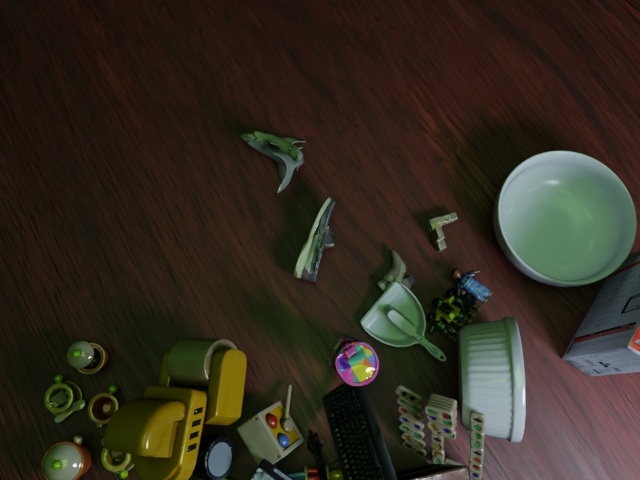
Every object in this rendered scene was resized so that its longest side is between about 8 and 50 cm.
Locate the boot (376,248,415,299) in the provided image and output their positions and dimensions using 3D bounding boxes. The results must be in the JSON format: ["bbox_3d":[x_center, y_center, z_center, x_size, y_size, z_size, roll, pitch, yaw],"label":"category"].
[{"bbox_3d":[0.181,0.090,1.469,0.087,0.042,0.118,-30,77,-5],"label":"boot"}]

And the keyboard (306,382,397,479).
[{"bbox_3d":[0.052,0.466,1.273,0.201,0.033,0.317,-43,34,16],"label":"keyboard"}]

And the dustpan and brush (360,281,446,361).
[{"bbox_3d":[0.222,0.221,1.418,0.211,0.060,0.147,40,90,-3],"label":"dustpan and brush"}]

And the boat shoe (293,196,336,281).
[{"bbox_3d":[0.000,0.000,1.479,0.073,0.080,0.223,23,82,1],"label":"boat shoe"}]

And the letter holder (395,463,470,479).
[{"bbox_3d":[0.217,0.653,1.225,0.214,0.152,0.301,-3,73,-25],"label":"letter holder"}]

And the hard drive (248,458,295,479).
[{"bbox_3d":[-0.122,0.679,1.240,0.237,0.064,0.339,34,95,6],"label":"hard drive"}]

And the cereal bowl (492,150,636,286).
[{"bbox_3d":[0.591,-0.043,1.450,0.339,0.141,0.339,0,75,0],"label":"cereal bowl"}]

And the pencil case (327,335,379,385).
[{"bbox_3d":[0.072,0.273,1.327,0.104,0.236,0.104,1,83,-4],"label":"pencil case"}]

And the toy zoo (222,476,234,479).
[{"bbox_3d":[-0.141,0.688,1.316,0.293,0.030,0.192,24,77,7],"label":"toy zoo"}]

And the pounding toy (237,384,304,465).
[{"bbox_3d":[-0.102,0.429,1.341,0.100,0.141,0.130,-39,77,20],"label":"pounding toy"}]

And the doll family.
[{"bbox_3d":[0.337,0.154,1.438,0.111,0.076,0.193,38,74,14],"label":"doll family"}]

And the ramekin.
[{"bbox_3d":[0.378,0.308,1.302,0.127,0.273,0.272,-1,75,12],"label":"ramekin"}]

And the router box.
[{"bbox_3d":[0.708,0.150,1.296,0.082,0.335,0.301,33,78,10],"label":"router box"}]

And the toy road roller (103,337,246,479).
[{"bbox_3d":[-0.320,0.367,1.265,0.203,0.241,0.329,-6,67,34],"label":"toy road roller"}]

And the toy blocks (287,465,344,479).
[{"bbox_3d":[0.000,0.582,1.331,0.148,0.054,0.123,-6,75,-1],"label":"toy blocks"}]

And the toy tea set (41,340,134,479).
[{"bbox_3d":[-0.559,0.405,1.345,0.200,0.124,0.336,-18,76,-4],"label":"toy tea set"}]

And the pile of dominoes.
[{"bbox_3d":[0.258,0.435,1.274,0.196,0.251,0.040,10,40,26],"label":"pile of dominoes"}]

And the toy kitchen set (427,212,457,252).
[{"bbox_3d":[0.326,-0.025,1.484,0.075,0.068,0.083,-16,76,-4],"label":"toy kitchen set"}]

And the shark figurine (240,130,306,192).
[{"bbox_3d":[-0.094,-0.200,1.504,0.166,0.278,0.116,1,115,-28],"label":"shark figurine"}]
